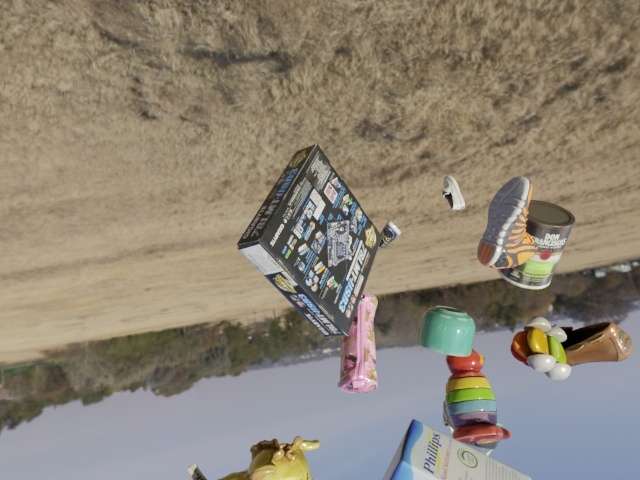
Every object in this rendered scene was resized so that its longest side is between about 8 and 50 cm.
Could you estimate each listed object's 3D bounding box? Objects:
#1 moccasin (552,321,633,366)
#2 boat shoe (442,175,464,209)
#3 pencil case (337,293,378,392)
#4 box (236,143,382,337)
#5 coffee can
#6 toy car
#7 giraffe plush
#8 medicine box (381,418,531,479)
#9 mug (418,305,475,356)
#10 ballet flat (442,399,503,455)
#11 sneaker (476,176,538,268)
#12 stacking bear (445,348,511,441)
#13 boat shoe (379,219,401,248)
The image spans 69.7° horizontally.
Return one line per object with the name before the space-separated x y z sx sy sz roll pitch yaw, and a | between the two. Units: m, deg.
moccasin | 0.810 0.342 1.523 0.139 0.147 0.380 -40 -178 -27
boat shoe | 0.303 -0.112 1.077 0.035 0.100 0.035 -6 149 -11
pencil case | 0.148 0.397 1.786 0.160 0.385 0.167 -21 139 33
box | 0.000 0.000 0.966 0.074 0.295 0.293 -11 130 38
coffee can | 0.800 0.014 1.722 0.202 0.275 0.201 3 -148 -2
toy car | 0.647 0.327 1.371 0.182 0.159 0.136 29 142 -25
giraffe plush | -0.072 0.366 0.669 0.170 0.210 0.181 -44 -176 20
medicine box | 0.282 0.604 1.040 0.290 0.263 0.149 23 -156 13
mug | 0.310 0.215 1.140 0.130 0.097 0.158 9 -177 -4
ballet flat | 0.550 0.704 1.691 0.164 0.181 0.483 13 172 4
sneaker | 0.662 -0.053 1.557 0.180 0.320 0.124 9 -159 -24
stacking bear | 0.474 0.475 1.458 0.164 0.288 0.175 -20 146 27
boat shoe | 0.251 -0.016 1.733 0.083 0.065 0.183 -42 165 -2
